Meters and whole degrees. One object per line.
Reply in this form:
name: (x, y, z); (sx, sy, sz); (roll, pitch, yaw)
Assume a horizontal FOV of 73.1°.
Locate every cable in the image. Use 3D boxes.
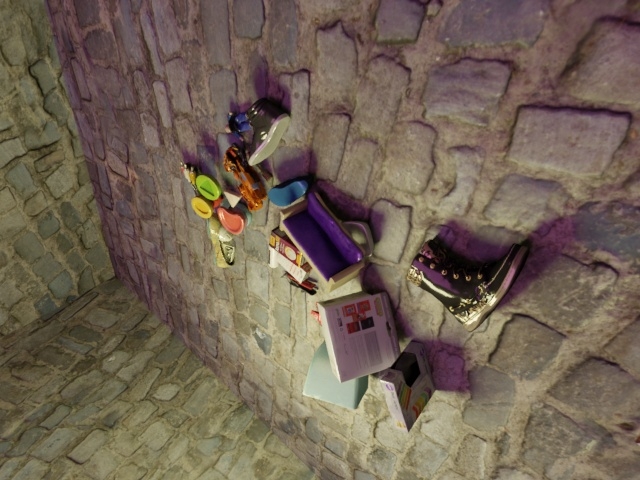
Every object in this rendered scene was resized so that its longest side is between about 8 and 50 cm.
cable: (-0.669, -0.286, 2.248); (0.139, 0.072, 0.287); (31, 137, 35)

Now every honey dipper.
honey dipper: (-0.266, -0.317, 1.845); (0.160, 0.030, 0.030); (48, 142, 12)

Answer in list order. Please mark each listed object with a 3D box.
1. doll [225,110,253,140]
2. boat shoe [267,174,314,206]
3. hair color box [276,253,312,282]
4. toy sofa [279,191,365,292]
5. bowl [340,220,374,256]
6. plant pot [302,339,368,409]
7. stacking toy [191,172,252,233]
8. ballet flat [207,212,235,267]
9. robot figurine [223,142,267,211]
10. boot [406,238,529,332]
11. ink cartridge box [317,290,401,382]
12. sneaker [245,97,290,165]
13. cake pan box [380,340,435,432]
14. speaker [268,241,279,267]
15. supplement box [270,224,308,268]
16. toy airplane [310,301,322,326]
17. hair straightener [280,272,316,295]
doll: (-0.338, -0.475, 1.783); (0.189, 0.046, 0.129); (-1, 116, 46)
boat shoe: (-0.111, -0.198, 1.730); (0.258, 0.089, 0.109); (-5, 123, 48)
hair color box: (-0.122, 0.107, 1.995); (0.167, 0.053, 0.093); (43, 139, 16)
toy sofa: (0.000, 0.000, 1.638); (0.362, 0.150, 0.177); (52, 154, 22)
bowl: (0.141, -0.014, 1.632); (0.142, 0.053, 0.142); (4, 121, 44)
plant pot: (0.088, 0.557, 1.936); (0.247, 0.248, 0.252); (10, 97, 18)
stacking toy: (-0.455, -0.199, 2.062); (0.309, 0.130, 0.279); (30, 138, 11)
ballet flat: (-0.513, 0.005, 2.289); (0.123, 0.123, 0.348); (27, 134, 30)
robot figurine: (-0.331, -0.276, 1.861); (0.291, 0.085, 0.211); (58, 157, 6)
boot: (0.441, 0.095, 1.346); (0.284, 0.138, 0.377); (37, 144, 20)
ink cartridge box: (0.158, 0.374, 1.745); (0.130, 0.272, 0.309); (-178, 76, -78)
sneaker: (-0.234, -0.427, 1.675); (0.147, 0.104, 0.296); (50, 136, 7)
cake pan box: (0.349, 0.567, 1.701); (0.070, 0.246, 0.266); (1, 117, 41)
speaker: (-0.220, 0.065, 2.064); (0.055, 0.055, 0.136); (33, 138, 25)
supplement box: (-0.130, 0.022, 1.915); (0.188, 0.081, 0.104); (34, 138, 24)
toy airplane: (-0.003, 0.358, 2.078); (0.151, 0.028, 0.151); (44, 149, 35)
hair straightener: (-0.108, 0.218, 2.067); (0.230, 0.047, 0.089); (17, 129, 38)
